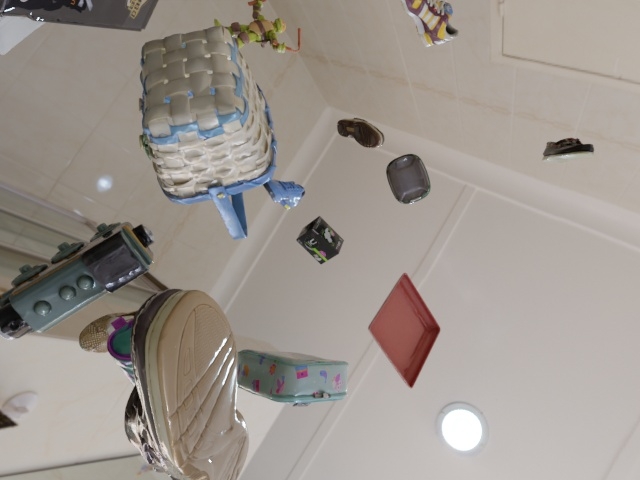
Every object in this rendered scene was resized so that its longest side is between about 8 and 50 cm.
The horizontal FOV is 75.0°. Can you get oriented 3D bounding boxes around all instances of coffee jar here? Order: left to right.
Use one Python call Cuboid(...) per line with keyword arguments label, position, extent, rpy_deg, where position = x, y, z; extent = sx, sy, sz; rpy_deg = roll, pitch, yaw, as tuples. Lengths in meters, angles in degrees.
Cuboid(label="coffee jar", position=(0.191, -0.134, 0.895), extent=(0.079, 0.184, 0.096), rpy_deg=(-20, -85, 15))

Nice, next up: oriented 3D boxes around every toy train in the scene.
Cuboid(label="toy train", position=(-0.504, 0.076, 0.868), extent=(0.334, 0.142, 0.190), rpy_deg=(-32, -159, -12))

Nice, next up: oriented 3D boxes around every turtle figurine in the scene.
Cuboid(label="turtle figurine", position=(-0.192, -0.619, 1.215), extent=(0.217, 0.087, 0.270), rpy_deg=(-21, -107, -20))

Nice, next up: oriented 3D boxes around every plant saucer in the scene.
Cuboid(label="plant saucer", position=(0.259, 0.278, 1.312), extent=(0.047, 0.258, 0.259), rpy_deg=(-14, -154, 48))

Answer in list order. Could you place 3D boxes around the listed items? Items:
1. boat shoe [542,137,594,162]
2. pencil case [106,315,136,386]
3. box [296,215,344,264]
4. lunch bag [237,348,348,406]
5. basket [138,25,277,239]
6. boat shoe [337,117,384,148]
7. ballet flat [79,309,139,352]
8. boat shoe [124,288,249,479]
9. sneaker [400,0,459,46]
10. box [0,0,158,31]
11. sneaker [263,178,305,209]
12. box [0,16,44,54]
Cuboid(label="boat shoe", position=(0.429, -0.159, 0.724), extent=(0.048, 0.133, 0.042), rpy_deg=(10, -81, 3))
Cuboid(label="pencil case", position=(-0.227, 0.165, 0.551), extent=(0.064, 0.152, 0.070), rpy_deg=(-34, -124, -30))
Cuboid(label="box", position=(0.000, 0.000, 0.932), extent=(0.062, 0.083, 0.052), rpy_deg=(-34, -162, 37))
Cuboid(label="lunch bag", position=(-0.070, 0.345, 1.065), extent=(0.279, 0.224, 0.108), rpy_deg=(-7, -108, 49))
Cuboid(label="basket", position=(-0.174, -0.169, 0.684), extent=(0.201, 0.289, 0.255), rpy_deg=(-15, -119, 2))
Cuboid(label="boat shoe", position=(0.173, -0.430, 1.616), extent=(0.095, 0.095, 0.257), rpy_deg=(-21, -141, -27))
Cuboid(label="ballet flat", position=(-0.376, 0.168, 0.837), extent=(0.067, 0.206, 0.073), rpy_deg=(-26, -94, 21))
Cuboid(label="boat shoe", position=(-0.129, 0.153, 0.378), extent=(0.092, 0.285, 0.103), rpy_deg=(12, -138, 14))
Cuboid(label="sneaker", position=(0.237, -0.502, 0.895), extent=(0.083, 0.185, 0.070), rpy_deg=(5, -106, 38))
Cuboid(label="box", position=(-0.269, -0.421, 0.532), extent=(0.073, 0.293, 0.295), rpy_deg=(38, -66, -9))
Cuboid(label="sneaker", position=(-0.096, -0.141, 1.139), extent=(0.082, 0.209, 0.069), rpy_deg=(-32, -102, 9))
Cuboid(label="box", position=(-0.506, -0.440, 0.525), extent=(0.215, 0.345, 0.168), rpy_deg=(-37, -95, 2))
